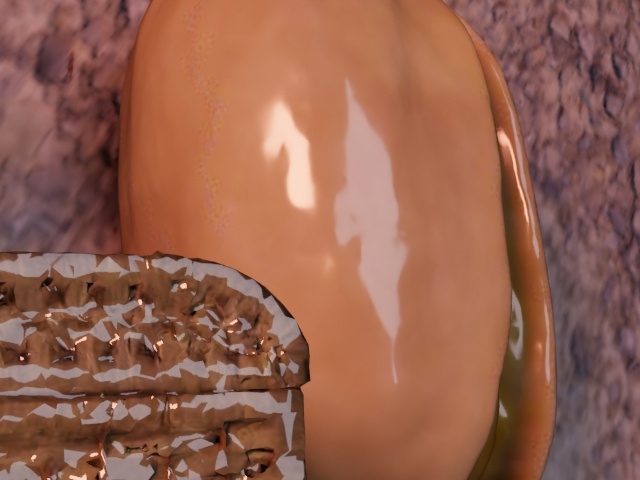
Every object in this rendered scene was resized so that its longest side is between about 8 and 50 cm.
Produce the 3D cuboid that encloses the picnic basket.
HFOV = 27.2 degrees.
[{"bbox_3d":[-0.086,0.087,0.396,0.134,0.196,0.154,-1,80,-14],"label":"picnic basket"}]

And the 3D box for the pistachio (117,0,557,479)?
[{"bbox_3d":[0.000,0.000,0.575,0.187,0.187,0.299,3,70,-33],"label":"pistachio"}]
